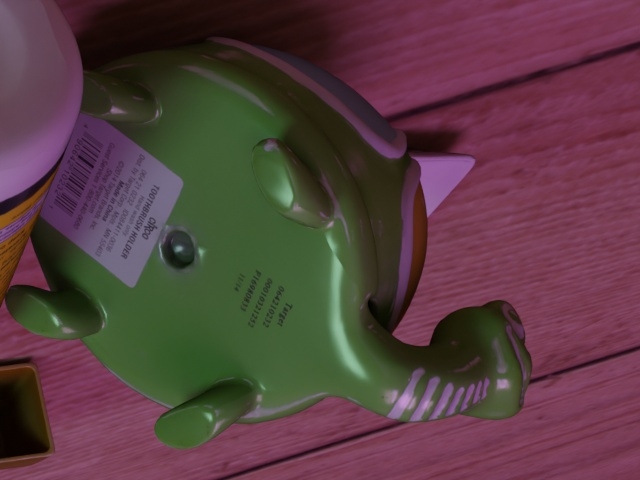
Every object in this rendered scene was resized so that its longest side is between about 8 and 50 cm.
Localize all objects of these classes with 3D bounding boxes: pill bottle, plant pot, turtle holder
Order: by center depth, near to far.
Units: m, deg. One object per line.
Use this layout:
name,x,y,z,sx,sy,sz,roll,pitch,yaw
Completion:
pill bottle,-0.271,-0.018,1.169,0.188,0.188,0.334,-6,149,-27
turtle holder,-0.021,-0.010,1.256,0.320,0.243,0.227,6,-164,29
plant pot,-0.277,0.156,1.618,0.081,0.081,0.083,-6,162,-25

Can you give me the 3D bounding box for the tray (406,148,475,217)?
tray,0.000,0.000,1.566,0.145,0.030,0.270,0,147,-33
